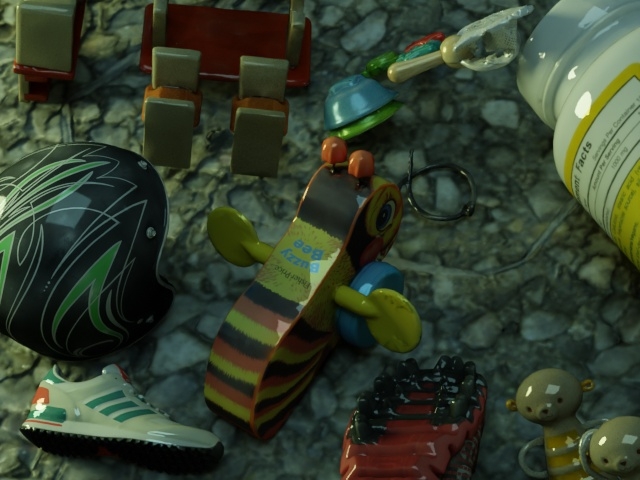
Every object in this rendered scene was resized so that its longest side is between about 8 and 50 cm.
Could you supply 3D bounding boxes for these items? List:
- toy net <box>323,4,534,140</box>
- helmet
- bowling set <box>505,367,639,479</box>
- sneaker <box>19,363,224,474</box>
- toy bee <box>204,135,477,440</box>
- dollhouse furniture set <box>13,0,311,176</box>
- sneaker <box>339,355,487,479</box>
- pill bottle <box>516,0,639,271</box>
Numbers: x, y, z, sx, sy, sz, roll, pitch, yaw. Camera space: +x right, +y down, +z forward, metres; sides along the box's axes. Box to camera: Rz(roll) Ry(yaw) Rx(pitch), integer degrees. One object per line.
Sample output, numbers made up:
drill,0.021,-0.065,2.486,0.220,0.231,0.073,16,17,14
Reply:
toy net,0.101,-0.147,1.489,0.232,0.045,0.122,-18,12,45
helmet,-0.198,0.004,1.414,0.169,0.161,0.169,-3,54,4
bowling set,0.266,0.143,1.181,0.287,0.200,0.154,-20,96,14
sneaker,-0.149,0.131,1.381,0.161,0.057,0.075,6,61,14
toy bee,0.000,0.000,1.396,0.195,0.162,0.298,7,55,16
dollhouse furniture set,-0.137,-0.180,1.585,0.259,0.135,0.262,6,55,-4
sneaker,0.064,0.194,1.292,0.098,0.135,0.276,-2,30,20
pill bottle,0.303,-0.055,1.385,0.188,0.188,0.334,-28,56,-13
